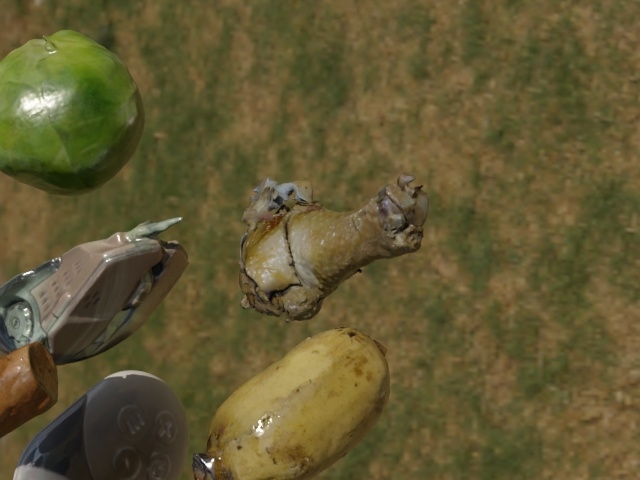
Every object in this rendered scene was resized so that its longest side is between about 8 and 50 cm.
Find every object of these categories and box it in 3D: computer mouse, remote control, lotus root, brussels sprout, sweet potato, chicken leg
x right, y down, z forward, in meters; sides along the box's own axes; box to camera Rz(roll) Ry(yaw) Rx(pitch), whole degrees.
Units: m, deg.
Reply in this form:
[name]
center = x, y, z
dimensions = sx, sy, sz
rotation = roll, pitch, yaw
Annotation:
[computer mouse]
center = -0.296, 0.081, 1.839
dimensions = 0.389, 0.199, 0.115
rotation = -30, 74, 33
[remote control]
center = -0.330, 0.342, 2.108
dimensions = 0.103, 0.332, 0.221
rotation = -3, 120, 49
[lotus root]
center = -0.034, 0.216, 1.654
dimensions = 0.146, 0.284, 0.160
rotation = 52, 157, 13
[brussels sprout]
center = -0.358, -0.177, 1.905
dimensions = 0.244, 0.244, 0.244
rotation = -13, 75, 57
[sweet potato]
center = -0.433, 0.212, 1.715
dimensions = 0.097, 0.251, 0.097
rotation = 42, 150, 32
[chicken leg]
center = -0.003, 0.007, 1.066
dimensions = 0.196, 0.080, 0.125
rotation = 0, 63, 58
